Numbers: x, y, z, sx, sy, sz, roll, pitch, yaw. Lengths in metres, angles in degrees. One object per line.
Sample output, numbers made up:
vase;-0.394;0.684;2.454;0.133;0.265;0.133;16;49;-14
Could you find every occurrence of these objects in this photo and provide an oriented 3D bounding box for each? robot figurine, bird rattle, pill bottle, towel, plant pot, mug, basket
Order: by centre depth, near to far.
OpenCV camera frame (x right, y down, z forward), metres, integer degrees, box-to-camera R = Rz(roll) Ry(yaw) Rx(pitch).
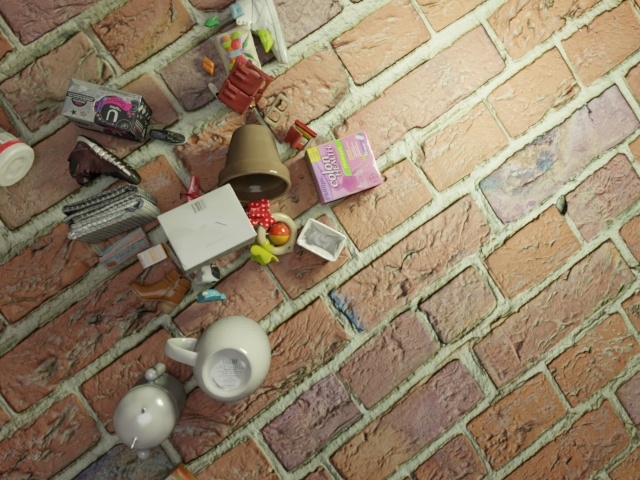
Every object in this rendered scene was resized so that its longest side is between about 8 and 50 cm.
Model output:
robot figurine;-0.576;0.575;1.566;0.199;0.353;0.300;2;88;-7
pill bottle;-1.198;-0.344;1.602;0.318;0.176;0.176;34;85;-5
mug;-0.358;0.408;1.607;0.374;0.328;0.276;15;87;-6
towel;-0.733;-0.095;1.623;0.283;0.235;0.121;-23;88;-7
plant pot;-0.247;-0.291;1.698;0.263;0.263;0.229;-4;70;-7
bird rattle;-0.191;-0.032;1.757;0.207;0.143;0.253;0;86;-28
basket;0.000;0.000;1.770;0.167;0.103;0.113;28;86;-6

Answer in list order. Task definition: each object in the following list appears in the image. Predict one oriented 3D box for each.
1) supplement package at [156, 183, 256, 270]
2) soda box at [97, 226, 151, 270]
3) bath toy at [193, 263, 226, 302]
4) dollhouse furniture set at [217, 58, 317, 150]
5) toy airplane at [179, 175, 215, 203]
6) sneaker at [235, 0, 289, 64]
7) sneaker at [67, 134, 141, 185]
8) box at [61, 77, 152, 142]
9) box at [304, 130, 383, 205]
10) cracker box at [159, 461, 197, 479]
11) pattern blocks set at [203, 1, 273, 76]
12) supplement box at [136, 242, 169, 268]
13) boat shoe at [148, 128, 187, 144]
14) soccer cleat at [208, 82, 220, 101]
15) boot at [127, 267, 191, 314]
supplement package;-0.385;-0.037;1.573;0.262;0.145;0.204;-28;87;-15
soda box;-0.722;0.030;1.697;0.183;0.058;0.063;-32;49;-7
bath toy;-0.419;0.053;1.711;0.129;0.151;0.348;-1;82;-41
dollhouse furniture set;-0.164;-0.484;1.672;0.374;0.201;0.152;33;110;-11
toy airplane;-0.462;-0.170;1.757;0.151;0.028;0.151;0;90;-7
sneaker;-0.232;-0.800;1.770;0.169;0.108;0.292;-18;91;4
sneaker;-0.807;-0.248;1.692;0.281;0.106;0.162;36;90;6
box;-0.765;-0.463;1.660;0.247;0.163;0.142;13;86;-6
box;0.086;-0.277;1.779;0.243;0.117;0.214;-19;91;-6
cracker box;-0.563;0.968;1.704;0.232;0.067;0.156;-40;93;-7
pattern blocks set;-0.313;-0.705;1.735;0.285;0.026;0.325;-30;97;13
supplement box;-0.629;0.058;1.729;0.098;0.036;0.062;-26;92;-7
boat shoe;-0.580;-0.394;1.742;0.142;0.040;0.049;8;88;-6
soccer cleat;-0.403;-0.572;1.768;0.029;0.035;0.083;-34;93;-6
boot;-0.597;0.166;1.716;0.197;0.073;0.152;35;86;-17
